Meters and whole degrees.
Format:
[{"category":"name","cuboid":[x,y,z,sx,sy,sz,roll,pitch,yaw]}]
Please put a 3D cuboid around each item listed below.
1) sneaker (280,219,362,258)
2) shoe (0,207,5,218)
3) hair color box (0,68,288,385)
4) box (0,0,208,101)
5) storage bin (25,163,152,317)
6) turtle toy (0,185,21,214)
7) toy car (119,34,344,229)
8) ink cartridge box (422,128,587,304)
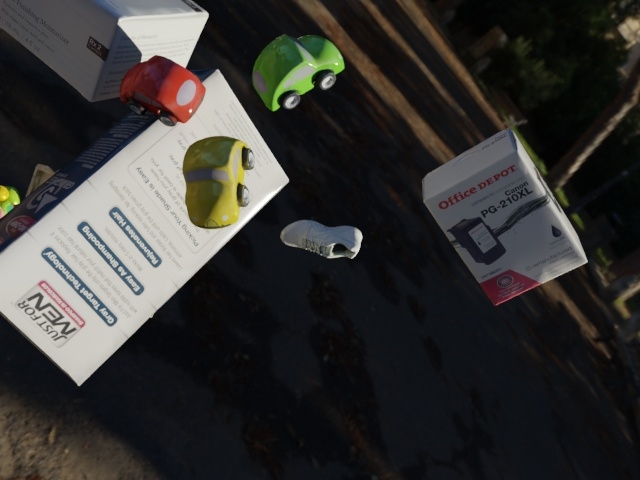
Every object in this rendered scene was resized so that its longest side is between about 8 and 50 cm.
[{"category":"sneaker","cuboid":[0.000,0.000,1.267,0.061,0.152,0.053,-82,175,-53]},{"category":"shoe","cuboid":[-0.465,-0.031,0.863,0.178,0.064,0.081,55,25,-39]},{"category":"hair color box","cuboid":[-0.217,-0.027,0.795,0.105,0.347,0.174,15,-35,51]},{"category":"box","cuboid":[-0.279,-0.287,0.886,0.181,0.119,0.182,38,31,10]},{"category":"storage bin","cuboid":[-0.401,0.005,1.249,0.262,0.260,0.123,8,23,-47]},{"category":"turtle toy","cuboid":[-0.500,-0.037,1.064,0.066,0.095,0.130,36,33,-42]},{"category":"toy car","cuboid":[-0.082,-0.152,0.705,0.239,0.225,0.053,56,-4,28]},{"category":"ink cartridge box","cuboid":[0.301,-0.036,1.140,0.237,0.172,0.100,52,23,-19]}]
